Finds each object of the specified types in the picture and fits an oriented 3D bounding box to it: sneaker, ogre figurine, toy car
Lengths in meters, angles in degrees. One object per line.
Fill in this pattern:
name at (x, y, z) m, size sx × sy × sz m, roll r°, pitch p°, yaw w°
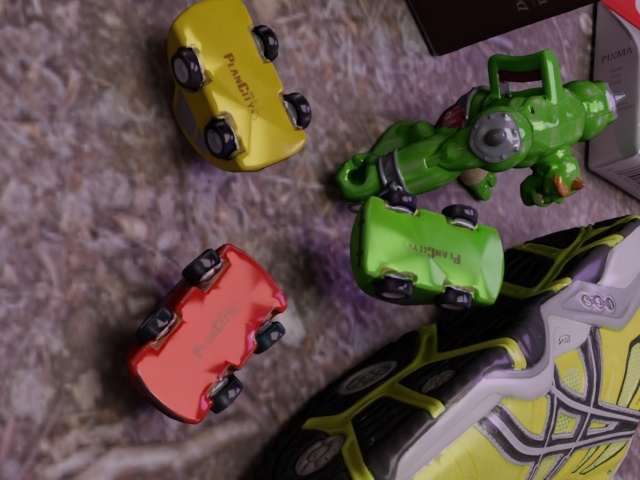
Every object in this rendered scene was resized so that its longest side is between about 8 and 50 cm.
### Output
sneaker at (0.112, 0.111, 0.866) m, size 0.385 × 0.145 × 0.147 m, roll -31°, pitch 101°, yaw -43°
ogre figurine at (0.109, -0.065, 0.924) m, size 0.197 × 0.118 × 0.097 m, roll 6°, pitch 76°, yaw -43°
toy car at (0.000, 0.000, 0.823) m, size 0.225 × 0.053 × 0.239 m, roll 14°, pitch 70°, yaw -26°

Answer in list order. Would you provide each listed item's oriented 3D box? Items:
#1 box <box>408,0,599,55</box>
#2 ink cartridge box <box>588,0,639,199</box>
box at (0.232, -0.251, 0.905) m, size 0.191 × 0.381 × 0.143 m, roll -38°, pitch 108°, yaw -42°
ink cartridge box at (0.289, -0.130, 1.164) m, size 0.181 × 0.056 × 0.224 m, roll 24°, pitch 65°, yaw -38°
